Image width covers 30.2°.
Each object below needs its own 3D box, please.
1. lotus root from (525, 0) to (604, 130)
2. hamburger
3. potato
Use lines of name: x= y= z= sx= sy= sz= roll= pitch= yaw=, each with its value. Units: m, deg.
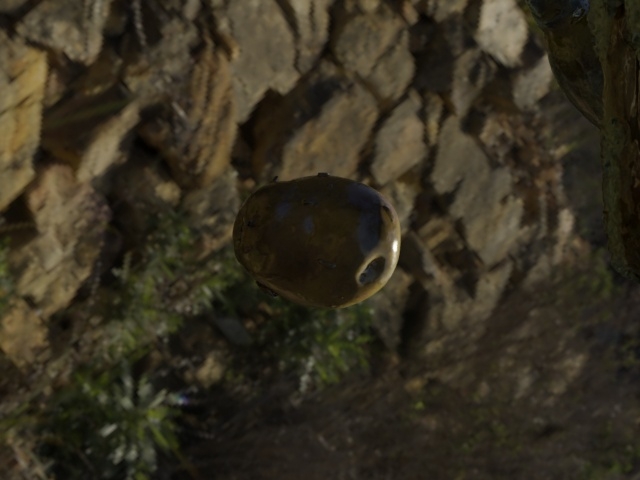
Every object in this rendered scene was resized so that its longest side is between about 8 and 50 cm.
lotus root: x=0.323 y=-0.169 z=1.196 sx=0.322 sy=0.158 sz=0.140 roll=26 pitch=-27 yaw=-14
hamburger: x=0.346 y=-0.092 z=1.003 sx=0.132 sy=0.211 sz=0.309 roll=173 pitch=-90 yaw=-75
potato: x=0.000 y=0.000 z=1.189 sx=0.175 sy=0.137 sz=0.137 roll=17 pitch=-11 yaw=23
